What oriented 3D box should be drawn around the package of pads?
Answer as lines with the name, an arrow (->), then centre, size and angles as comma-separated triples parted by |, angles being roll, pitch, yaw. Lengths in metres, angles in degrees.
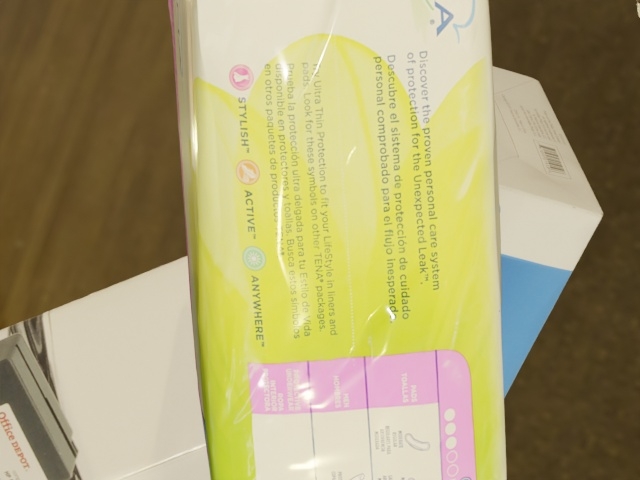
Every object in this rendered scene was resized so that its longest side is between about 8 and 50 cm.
package of pads -> 0.000, 0.000, 0.732 | 0.229, 0.101, 0.296 | -115, 20, -73

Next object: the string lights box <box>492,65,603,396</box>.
string lights box -> 0.043, 0.048, 1.011 | 0.133, 0.076, 0.260 | -105, 35, -56

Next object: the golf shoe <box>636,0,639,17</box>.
golf shoe -> 0.277, -0.162, 1.456 | 0.094, 0.077, 0.198 | -20, 31, 33

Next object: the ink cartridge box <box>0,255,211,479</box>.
ink cartridge box -> -0.183, 0.195, 1.482 | 0.285, 0.395, 0.166 | 64, -175, -57
